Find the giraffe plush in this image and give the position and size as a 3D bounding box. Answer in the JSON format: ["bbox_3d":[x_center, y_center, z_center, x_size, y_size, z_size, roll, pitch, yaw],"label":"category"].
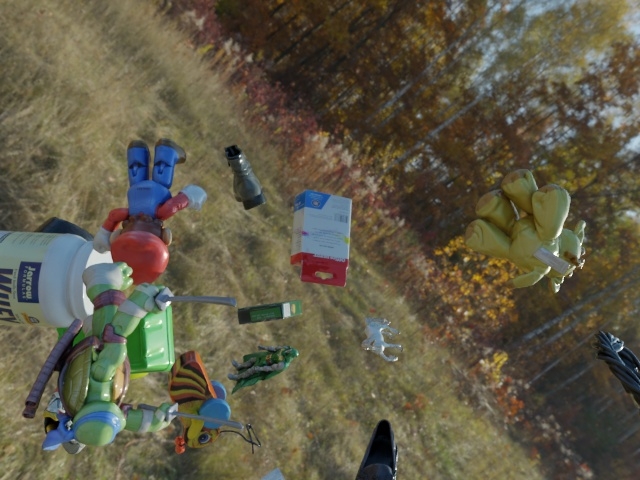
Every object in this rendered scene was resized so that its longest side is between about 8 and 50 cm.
[{"bbox_3d":[0.386,0.000,0.891,0.170,0.181,0.210,17,36,-41],"label":"giraffe plush"}]

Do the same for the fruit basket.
[{"bbox_3d":[-0.692,0.365,1.798,0.392,0.392,0.283,13,72,-79],"label":"fruit basket"}]

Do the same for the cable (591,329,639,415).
[{"bbox_3d":[0.478,0.210,0.802,0.150,0.047,0.184,45,25,-2],"label":"cable"}]

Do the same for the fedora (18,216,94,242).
[{"bbox_3d":[-0.817,0.035,1.651,0.334,0.152,0.334,22,-27,12],"label":"fedora"}]

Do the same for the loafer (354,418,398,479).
[{"bbox_3d":[0.134,0.549,1.225,0.302,0.109,0.095,-54,144,-70],"label":"loafer"}]

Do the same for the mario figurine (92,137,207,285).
[{"bbox_3d":[-0.374,-0.052,1.122,0.170,0.198,0.321,25,58,-45],"label":"mario figurine"}]

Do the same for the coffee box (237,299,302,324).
[{"bbox_3d":[-0.118,0.173,1.246,0.184,0.113,0.040,23,59,-79],"label":"coffee box"}]

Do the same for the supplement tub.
[{"bbox_3d":[-0.704,0.095,1.264,0.235,0.324,0.235,-177,-90,-89],"label":"supplement tub"}]

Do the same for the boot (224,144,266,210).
[{"bbox_3d":[-0.209,-0.184,1.368,0.246,0.083,0.161,-138,-153,-69],"label":"boot"}]

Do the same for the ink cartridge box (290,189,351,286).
[{"bbox_3d":[0.000,0.000,1.305,0.134,0.231,0.078,10,-13,-24],"label":"ink cartridge box"}]

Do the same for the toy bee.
[{"bbox_3d":[-0.278,0.408,1.164,0.298,0.162,0.195,59,-8,-2],"label":"toy bee"}]

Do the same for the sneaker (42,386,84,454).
[{"bbox_3d":[-0.628,0.453,1.244,0.088,0.225,0.093,11,37,7],"label":"sneaker"}]

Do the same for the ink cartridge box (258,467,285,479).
[{"bbox_3d":[-0.114,0.668,1.160,0.232,0.189,0.066,57,-14,12],"label":"ink cartridge box"}]

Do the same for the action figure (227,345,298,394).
[{"bbox_3d":[-0.158,0.345,1.449,0.063,0.232,0.137,49,30,-31],"label":"action figure"}]

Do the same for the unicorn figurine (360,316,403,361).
[{"bbox_3d":[0.134,0.227,1.164,0.111,0.060,0.162,22,12,-18],"label":"unicorn figurine"}]

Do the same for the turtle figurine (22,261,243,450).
[{"bbox_3d":[-0.231,0.147,0.687,0.266,0.274,0.198,47,-15,50],"label":"turtle figurine"}]
